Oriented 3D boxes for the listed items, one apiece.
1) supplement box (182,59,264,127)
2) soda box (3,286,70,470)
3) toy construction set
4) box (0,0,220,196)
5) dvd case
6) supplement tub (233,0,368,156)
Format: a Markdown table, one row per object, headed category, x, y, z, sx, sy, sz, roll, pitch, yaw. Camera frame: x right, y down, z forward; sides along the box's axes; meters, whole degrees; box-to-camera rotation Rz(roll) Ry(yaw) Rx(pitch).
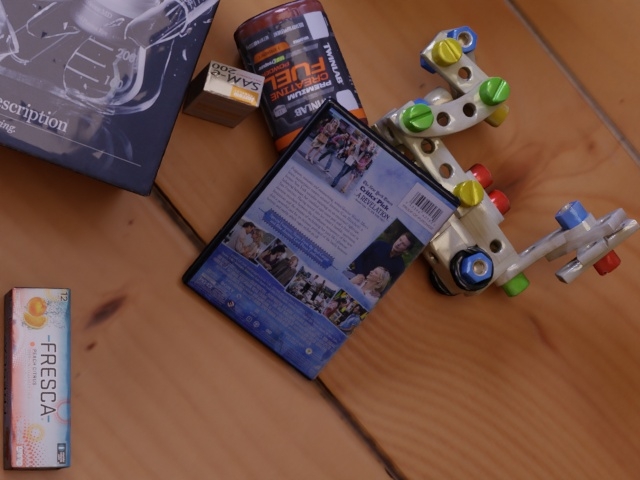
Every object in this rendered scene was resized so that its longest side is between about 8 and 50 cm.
| category | x | y | z | sx | sy | sz | roll | pitch | yaw |
| --- | --- | --- | --- | --- | --- | --- | --- | --- | --- |
| supplement box | -0.104 | -0.154 | 1.869 | 0.062 | 0.098 | 0.036 | 16 | 75 | -16 |
| soda box | -0.286 | 0.140 | 1.777 | 0.063 | 0.058 | 0.183 | 2 | 80 | -18 |
| toy construction set | 0.182 | -0.064 | 1.933 | 0.215 | 0.151 | 0.328 | -39 | 83 | -21 |
| box | -0.286 | -0.249 | 1.743 | 0.343 | 0.179 | 0.312 | 19 | 91 | -14 |
| dvd case | 0.000 | 0.000 | 1.856 | 0.180 | 0.022 | 0.253 | 38 | 100 | -8 |
| supplement tub | -0.013 | -0.153 | 1.896 | 0.106 | 0.106 | 0.198 | -21 | 87 | -21 |
